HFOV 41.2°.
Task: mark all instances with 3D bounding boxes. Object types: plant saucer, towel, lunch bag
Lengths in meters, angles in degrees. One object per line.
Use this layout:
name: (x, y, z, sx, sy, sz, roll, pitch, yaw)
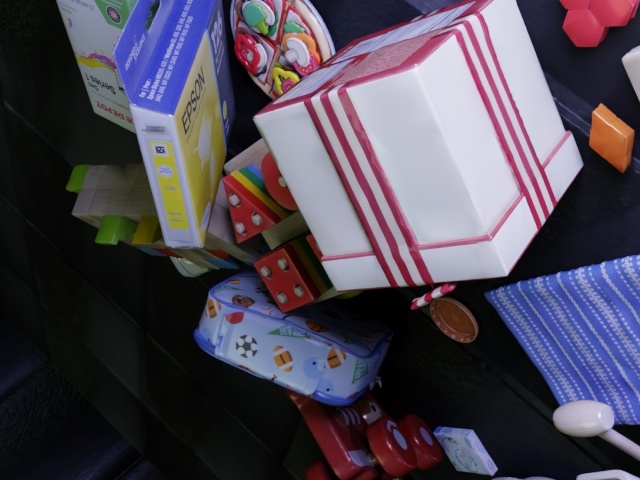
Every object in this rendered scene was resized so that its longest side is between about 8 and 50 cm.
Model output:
plant saucer: (0.202, 0.117, 1.276, 0.083, 0.013, 0.084, 33, 146, 26)
towel: (0.375, 0.137, 1.053, 0.243, 0.040, 0.336, 54, 149, -8)
lunch bag: (-0.033, 0.155, 1.381, 0.303, 0.243, 0.115, 23, 102, 12)

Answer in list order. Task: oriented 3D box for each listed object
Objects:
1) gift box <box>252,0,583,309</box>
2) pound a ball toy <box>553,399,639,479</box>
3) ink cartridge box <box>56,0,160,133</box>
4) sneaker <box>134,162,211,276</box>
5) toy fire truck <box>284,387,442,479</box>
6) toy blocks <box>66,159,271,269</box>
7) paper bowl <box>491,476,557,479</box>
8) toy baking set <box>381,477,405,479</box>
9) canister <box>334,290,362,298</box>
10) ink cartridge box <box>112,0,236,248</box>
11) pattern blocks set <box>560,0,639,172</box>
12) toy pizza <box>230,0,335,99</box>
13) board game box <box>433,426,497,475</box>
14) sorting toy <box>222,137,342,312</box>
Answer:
gift box: (0.108, -0.093, 0.937, 0.276, 0.255, 0.258, -7, 118, 48)
pound a ball toy: (0.439, 0.345, 1.059, 0.319, 0.208, 0.135, 27, 153, -16)
ink cartridge box: (-0.288, -0.305, 1.325, 0.201, 0.117, 0.278, 28, 144, 31)
sneaker: (-0.279, -0.045, 1.653, 0.091, 0.094, 0.258, -14, 119, 37)
toy fire truck: (0.061, 0.323, 1.499, 0.254, 0.169, 0.302, 60, -162, 22)
toy blocks: (-0.233, -0.034, 1.479, 0.381, 0.191, 0.261, 2, 158, 39)
paper bowl: (0.366, 0.494, 1.357, 0.284, 0.148, 0.284, 33, 147, 25)
toy baking set: (0.203, 0.577, 1.781, 0.196, 0.030, 0.256, -4, 122, 57)
canister: (0.000, 0.000, 1.345, 0.126, 0.073, 0.170, 6, 128, 47)
ink cartridge box: (-0.178, -0.203, 1.144, 0.072, 0.304, 0.307, 4, 136, 5)
pattern blocks set: (0.370, -0.122, 0.780, 0.285, 0.026, 0.325, 5, 128, 50)
toy pizza: (-0.058, -0.260, 1.158, 0.201, 0.032, 0.201, 33, 144, 28)
board game box: (0.252, 0.367, 1.485, 0.090, 0.020, 0.090, -11, 116, 56)
sorting toy: (-0.030, -0.030, 1.211, 0.257, 0.089, 0.256, -25, 97, 52)
